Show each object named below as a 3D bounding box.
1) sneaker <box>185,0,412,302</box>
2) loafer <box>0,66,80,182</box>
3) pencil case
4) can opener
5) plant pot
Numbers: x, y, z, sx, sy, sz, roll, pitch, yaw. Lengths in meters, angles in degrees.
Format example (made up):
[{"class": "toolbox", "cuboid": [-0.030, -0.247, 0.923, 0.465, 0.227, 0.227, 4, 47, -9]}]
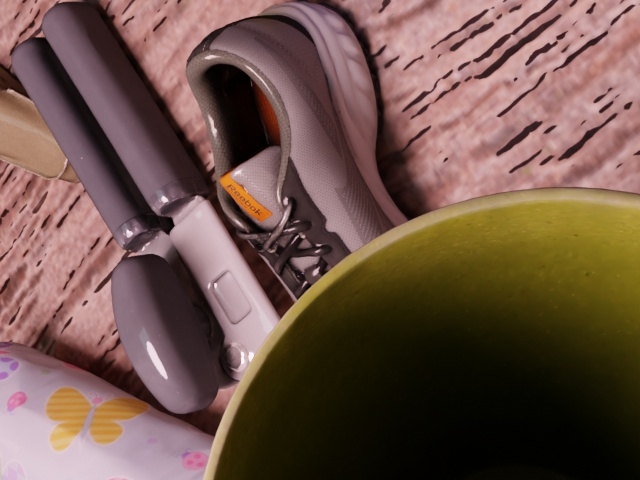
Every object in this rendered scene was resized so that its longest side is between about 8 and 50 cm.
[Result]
[{"class": "sneaker", "cuboid": [0.000, 0.000, 0.869, 0.100, 0.108, 0.271, -27, 85, 40]}, {"class": "loafer", "cuboid": [-0.216, -0.080, 1.072, 0.148, 0.050, 0.056, 30, 120, 32]}, {"class": "pencil case", "cuboid": [-0.139, 0.160, 1.032, 0.273, 0.113, 0.124, 21, 135, 35]}, {"class": "can opener", "cuboid": [-0.115, -0.028, 0.976, 0.074, 0.093, 0.280, -40, 70, 29]}, {"class": "plant pot", "cuboid": [0.101, 0.150, 0.691, 0.275, 0.275, 0.293, 55, 175, 15]}]
